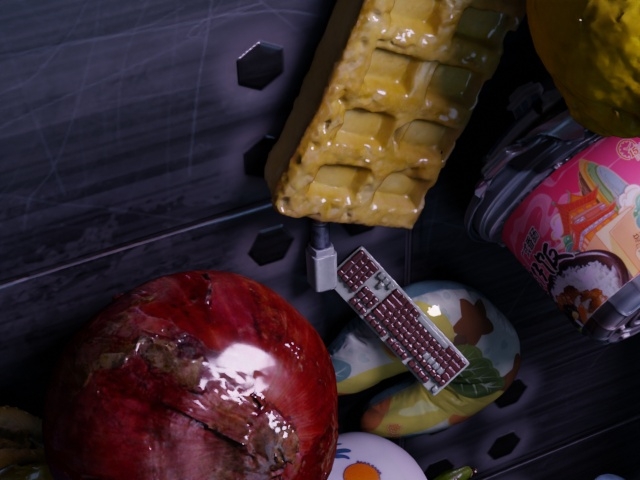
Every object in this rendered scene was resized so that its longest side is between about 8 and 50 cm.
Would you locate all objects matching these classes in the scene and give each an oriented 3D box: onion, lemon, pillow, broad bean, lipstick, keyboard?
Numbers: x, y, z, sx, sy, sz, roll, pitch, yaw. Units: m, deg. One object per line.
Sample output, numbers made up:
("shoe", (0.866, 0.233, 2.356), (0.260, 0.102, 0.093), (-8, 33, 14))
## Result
("onion", (-0.111, 0.162, 1.134), (0.276, 0.276, 0.276), (-17, 133, -19))
("lemon", (0.293, -0.219, 1.053), (0.245, 0.320, 0.245), (6, 153, 3))
("pillow", (0.113, 0.137, 1.392), (0.214, 0.086, 0.233), (-30, 139, 8))
("broad bean", (0.119, 0.347, 1.588), (0.195, 0.046, 0.061), (-39, 152, -1))
("lipstick", (0.000, 0.000, 1.239), (0.025, 0.025, 0.107), (-16, 126, -20))
("keyboard", (0.078, 0.084, 1.287), (0.055, 0.017, 0.166), (-42, 93, 7))

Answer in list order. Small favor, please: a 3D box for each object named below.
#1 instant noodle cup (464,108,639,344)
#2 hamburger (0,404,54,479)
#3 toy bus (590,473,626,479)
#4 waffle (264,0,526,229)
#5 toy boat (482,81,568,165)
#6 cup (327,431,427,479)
("instant noodle cup", (0.296, -0.016, 1.234), (0.302, 0.181, 0.258), (-15, 153, -41))
("hamburger", (-0.307, 0.236, 1.195), (0.185, 0.113, 0.177), (-16, 127, -31))
("toy bus", (0.387, 0.441, 1.686), (0.194, 0.287, 0.232), (24, 95, -43))
("waffle", (0.064, -0.138, 1.139), (0.168, 0.057, 0.274), (6, 122, -34))
("toy boat", (0.206, -0.116, 1.243), (0.059, 0.066, 0.140), (-9, 157, -30))
("cup", (-0.040, 0.335, 1.362), (0.317, 0.212, 0.212), (-11, 131, -25))
